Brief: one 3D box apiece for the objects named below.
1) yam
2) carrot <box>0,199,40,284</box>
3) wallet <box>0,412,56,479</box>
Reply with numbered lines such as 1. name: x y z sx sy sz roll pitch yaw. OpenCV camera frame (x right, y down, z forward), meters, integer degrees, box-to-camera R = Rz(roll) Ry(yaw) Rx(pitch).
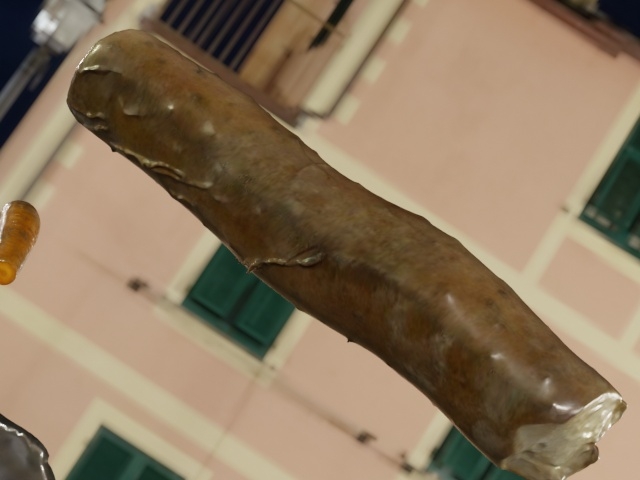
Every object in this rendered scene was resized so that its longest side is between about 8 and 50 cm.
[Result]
1. yam: 0.000 0.000 0.526 0.241 0.057 0.057 37 -10 25
2. carrot: -0.219 0.000 1.079 0.032 0.032 0.093 37 21 -19
3. wallet: -0.255 0.028 0.414 0.377 0.197 0.051 41 0 -4
